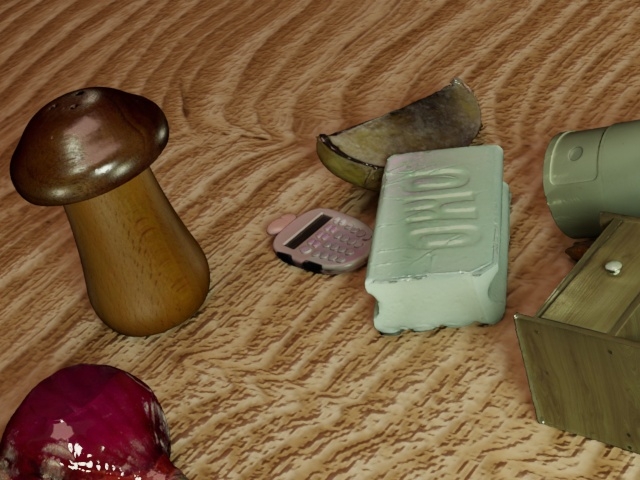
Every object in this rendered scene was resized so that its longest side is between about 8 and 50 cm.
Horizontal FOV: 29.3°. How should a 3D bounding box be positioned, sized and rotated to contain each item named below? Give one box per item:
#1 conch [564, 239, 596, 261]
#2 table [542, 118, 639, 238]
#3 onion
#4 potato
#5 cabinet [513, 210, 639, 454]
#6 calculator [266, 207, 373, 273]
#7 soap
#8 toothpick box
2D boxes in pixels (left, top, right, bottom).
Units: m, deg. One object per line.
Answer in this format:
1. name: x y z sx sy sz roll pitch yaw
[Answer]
1. conch: 0.344 0.028 1.274 0.086 0.080 0.232 -23 4 -40
2. table: 0.366 -0.071 1.316 0.220 0.126 0.126 -7 32 41
3. onion: -0.217 0.218 1.230 0.218 0.140 0.195 12 37 34
4. potato: 0.110 -0.108 1.600 0.261 0.100 0.120 -24 64 -35
5. cabinet: 0.319 0.088 1.122 0.215 0.148 0.175 13 44 41
6. calculator: 0.000 0.000 1.531 0.166 0.024 0.103 21 50 42
7. soap: 0.138 -0.006 1.404 0.150 0.094 0.261 -9 34 16
8. toothpick box: -0.242 -0.038 1.457 0.192 0.294 0.192 -13 34 9
